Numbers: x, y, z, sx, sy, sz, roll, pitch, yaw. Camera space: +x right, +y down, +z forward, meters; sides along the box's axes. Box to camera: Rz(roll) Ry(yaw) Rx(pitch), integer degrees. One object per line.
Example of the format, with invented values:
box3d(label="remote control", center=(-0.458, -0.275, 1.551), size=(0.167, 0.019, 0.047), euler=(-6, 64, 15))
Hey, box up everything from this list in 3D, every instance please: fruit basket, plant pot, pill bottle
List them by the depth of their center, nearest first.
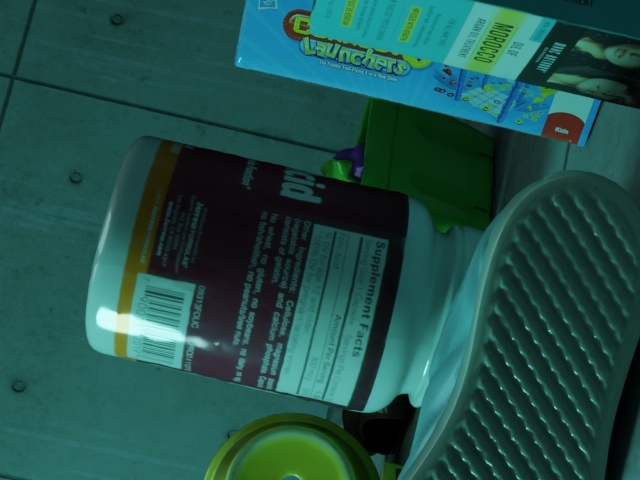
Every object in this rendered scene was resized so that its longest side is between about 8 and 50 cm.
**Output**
box3d(label="pill bottle", center=(-0.016, 0.044, 1.157), size=(0.224, 0.392, 0.224), euler=(-167, 90, -87))
box3d(label="fruit basket", center=(0.000, 0.000, 1.435), size=(0.392, 0.392, 0.283), euler=(105, 177, -47))
box3d(label="plant pot", center=(-0.037, 0.341, 1.523), size=(0.239, 0.254, 0.254), euler=(94, -172, -71))

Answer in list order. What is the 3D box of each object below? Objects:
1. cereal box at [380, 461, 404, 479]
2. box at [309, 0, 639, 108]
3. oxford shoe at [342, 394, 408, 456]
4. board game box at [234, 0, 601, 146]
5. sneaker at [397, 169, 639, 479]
box3d(label="cereal box", center=(0.066, 0.413, 1.395), size=(0.173, 0.047, 0.240), euler=(-78, 2, -67))
box3d(label="box", center=(0.120, -0.149, 0.735), size=(0.100, 0.244, 0.060), euler=(112, 170, -75))
box3d(label="oxford shoe", center=(0.075, 0.268, 1.651), size=(0.227, 0.083, 0.096), euler=(101, 172, -58))
box3d(label="board game box", center=(0.097, -0.226, 1.062), size=(0.308, 0.302, 0.086), euler=(-81, 5, -57))
box3d(label="sneaker", center=(0.124, 0.132, 0.772), size=(0.150, 0.135, 0.365), euler=(-32, -36, -82))
